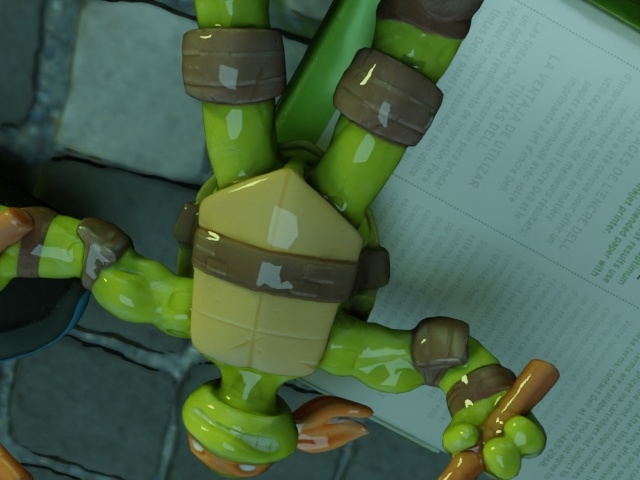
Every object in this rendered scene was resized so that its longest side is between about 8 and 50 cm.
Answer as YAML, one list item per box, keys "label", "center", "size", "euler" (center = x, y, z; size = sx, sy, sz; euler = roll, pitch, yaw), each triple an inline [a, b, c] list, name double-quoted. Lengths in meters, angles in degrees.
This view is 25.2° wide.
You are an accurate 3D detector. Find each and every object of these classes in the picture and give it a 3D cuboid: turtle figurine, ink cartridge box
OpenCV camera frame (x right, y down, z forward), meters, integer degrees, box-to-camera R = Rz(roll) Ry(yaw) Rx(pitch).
- label: "turtle figurine"
  center: [0.000, 0.000, 0.485]
  size: [0.270, 0.087, 0.217]
  euler: [17, 107, 10]
- label: "ink cartridge box"
  center: [0.100, -0.001, 0.572]
  size: [0.255, 0.097, 0.188]
  euler: [28, 114, -6]

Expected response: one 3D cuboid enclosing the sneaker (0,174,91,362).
- label: "sneaker"
  center: [-0.241, -0.064, 0.578]
  size: [0.341, 0.125, 0.139]
  euler: [27, 113, -5]
